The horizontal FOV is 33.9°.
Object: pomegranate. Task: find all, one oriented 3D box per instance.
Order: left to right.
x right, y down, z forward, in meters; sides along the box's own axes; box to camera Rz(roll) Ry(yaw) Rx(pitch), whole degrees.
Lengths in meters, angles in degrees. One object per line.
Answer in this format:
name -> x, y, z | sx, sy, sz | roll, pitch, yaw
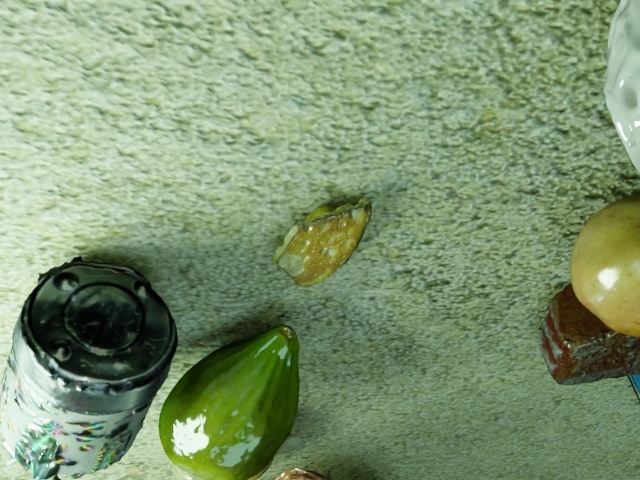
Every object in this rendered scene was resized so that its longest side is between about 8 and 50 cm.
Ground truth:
pomegranate -> 0.414, 0.026, 1.329 | 0.191, 0.191, 0.191 | -9, 140, -8

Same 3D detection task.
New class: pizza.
pizza -> 0.000, -0.001, 1.269 | 0.099, 0.035, 0.160 | 9, 134, -27

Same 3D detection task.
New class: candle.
candle -> -0.300, 0.186, 1.277 | 0.188, 0.187, 0.330 | 6, 136, -24

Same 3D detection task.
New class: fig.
fig -> -0.111, 0.212, 1.410 | 0.167, 0.167, 0.233 | 36, 82, -43

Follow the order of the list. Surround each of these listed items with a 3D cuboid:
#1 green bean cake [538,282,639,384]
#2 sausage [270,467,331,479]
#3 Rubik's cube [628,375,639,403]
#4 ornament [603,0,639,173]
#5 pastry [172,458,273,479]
green bean cake -> 0.434, 0.111, 1.493 | 0.233, 0.097, 0.198 | -9, 141, -8
sausage -> -0.117, 0.428, 1.606 | 0.094, 0.094, 0.419 | -11, 165, -45
Rubik's cube -> 0.610, 0.259, 1.659 | 0.167, 0.183, 0.180 | -30, 140, 18
ornament -> 0.430, -0.162, 0.994 | 0.337, 0.337, 0.337 | -9, 140, -8
pastry -> -0.141, 0.319, 1.554 | 0.157, 0.092, 0.156 | -11, 150, -7
